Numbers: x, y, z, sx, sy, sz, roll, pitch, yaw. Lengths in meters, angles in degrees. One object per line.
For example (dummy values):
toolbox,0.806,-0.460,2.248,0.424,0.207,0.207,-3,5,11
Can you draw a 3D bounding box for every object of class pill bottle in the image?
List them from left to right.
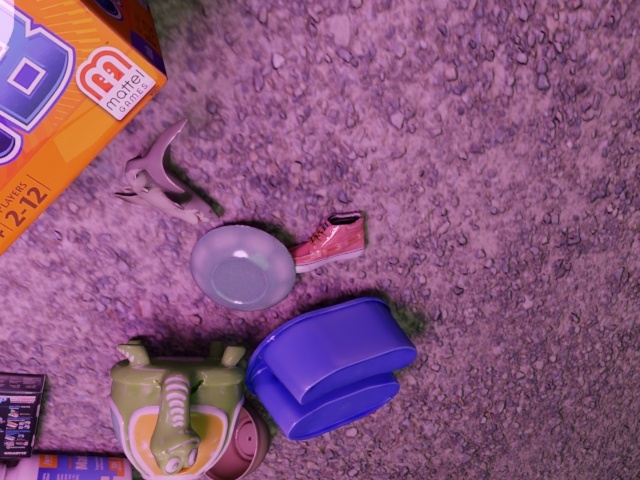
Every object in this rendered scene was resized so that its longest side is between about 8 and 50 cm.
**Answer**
pill bottle,-0.526,0.503,1.203,0.272,0.152,0.152,13,116,-25

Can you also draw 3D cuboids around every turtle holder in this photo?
turtle holder,-0.234,0.293,1.057,0.243,0.320,0.227,8,82,-40

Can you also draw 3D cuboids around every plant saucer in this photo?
plant saucer,-0.142,0.063,1.089,0.195,0.037,0.194,3,123,4

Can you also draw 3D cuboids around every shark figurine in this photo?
shark figurine,-0.246,-0.114,0.927,0.166,0.278,0.116,16,76,4

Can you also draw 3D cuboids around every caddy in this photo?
caddy,0.019,0.237,1.200,0.342,0.179,0.241,-11,136,-32

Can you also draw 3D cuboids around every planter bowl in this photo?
planter bowl,-0.171,0.419,1.283,0.162,0.162,0.109,-46,151,12

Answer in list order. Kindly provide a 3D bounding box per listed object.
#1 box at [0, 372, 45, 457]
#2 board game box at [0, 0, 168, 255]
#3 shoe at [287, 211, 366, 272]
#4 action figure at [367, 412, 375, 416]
box,-0.634,0.320,1.113,0.220,0.051,0.175,9,117,-23
board game box,-0.429,-0.220,0.656,0.356,0.356,0.356,-43,124,10
shoe,0.000,0.000,1.124,0.178,0.063,0.081,-13,122,-16
action figure,0.090,0.386,1.413,0.038,0.030,0.115,-44,129,17
